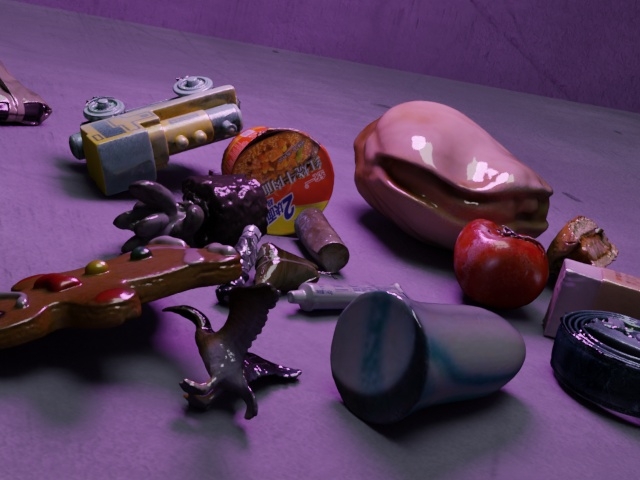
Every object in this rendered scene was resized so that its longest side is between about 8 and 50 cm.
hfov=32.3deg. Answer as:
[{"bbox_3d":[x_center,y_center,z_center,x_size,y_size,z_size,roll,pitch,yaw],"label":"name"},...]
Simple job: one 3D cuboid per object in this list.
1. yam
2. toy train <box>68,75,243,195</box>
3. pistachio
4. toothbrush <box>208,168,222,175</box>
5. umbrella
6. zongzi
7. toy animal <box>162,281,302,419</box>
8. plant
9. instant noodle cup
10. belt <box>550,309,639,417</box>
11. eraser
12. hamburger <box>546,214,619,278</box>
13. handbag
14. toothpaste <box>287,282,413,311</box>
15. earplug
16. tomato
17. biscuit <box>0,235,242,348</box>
[{"bbox_3d":[0.000,0.000,2.075,0.068,0.068,0.169,7,23,-20],"label":"yam"},{"bbox_3d":[-0.309,-0.221,2.217,0.369,0.150,0.237,-20,31,-23],"label":"toy train"},{"bbox_3d":[0.261,-0.125,2.269,0.445,0.281,0.365,23,14,26],"label":"pistachio"},{"bbox_3d":[-0.111,-0.151,2.462,0.342,0.025,0.030,-6,26,-43],"label":"toothbrush"},{"bbox_3d":[-0.129,0.038,1.839,0.046,0.050,0.188,48,32,-20],"label":"umbrella"},{"bbox_3d":[-0.044,0.081,1.883,0.154,0.062,0.130,25,37,-20],"label":"zongzi"},{"bbox_3d":[-0.137,0.144,1.480,0.197,0.272,0.160,15,52,9],"label":"toy animal"},{"bbox_3d":[-0.223,-0.037,1.917,0.274,0.146,0.149,-6,10,-42],"label":"plant"},{"bbox_3d":[-0.098,-0.133,2.185,0.213,0.213,0.174,7,13,-21],"label":"instant noodle cup"},{"bbox_3d":[0.505,0.208,1.804,0.206,0.116,0.267,-8,27,-41],"label":"belt"},{"bbox_3d":[0.583,0.148,1.980,0.343,0.144,0.078,16,21,5],"label":"eraser"},{"bbox_3d":[0.530,0.024,2.295,0.124,0.131,0.262,56,25,9],"label":"hamburger"},{"bbox_3d":[-0.760,-0.332,2.366,0.315,0.109,0.253,1,27,-48],"label":"handbag"},{"bbox_3d":[0.053,0.095,1.886,0.268,0.047,0.069,1,5,-38],"label":"toothpaste"},{"bbox_3d":[0.192,0.169,1.632,0.324,0.185,0.185,4,22,-43],"label":"earplug"},{"bbox_3d":[0.332,0.047,2.059,0.187,0.151,0.187,10,17,-3],"label":"tomato"},{"bbox_3d":[-0.322,0.063,1.530,0.432,0.064,0.283,-17,14,-37],"label":"biscuit"}]
